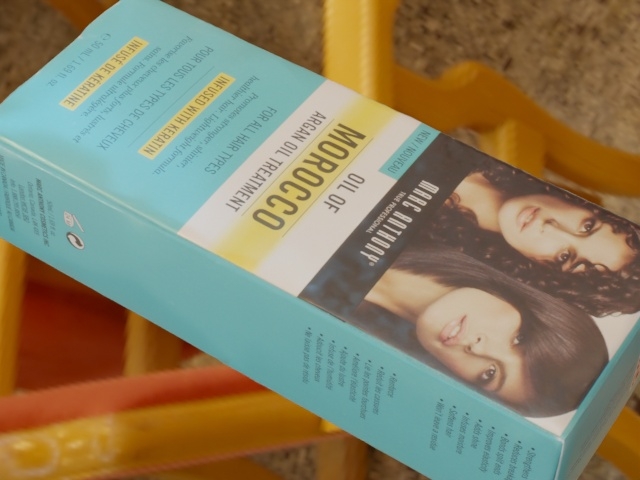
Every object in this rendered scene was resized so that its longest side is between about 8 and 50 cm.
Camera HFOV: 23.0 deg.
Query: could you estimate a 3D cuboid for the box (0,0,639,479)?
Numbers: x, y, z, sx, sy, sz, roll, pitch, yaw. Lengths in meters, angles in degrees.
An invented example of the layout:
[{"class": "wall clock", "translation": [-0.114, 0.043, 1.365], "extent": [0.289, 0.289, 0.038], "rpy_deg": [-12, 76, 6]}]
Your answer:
[{"class": "box", "translation": [0.000, 0.000, 0.576], "extent": [0.244, 0.060, 0.100], "rpy_deg": [27, 53, 20]}]
